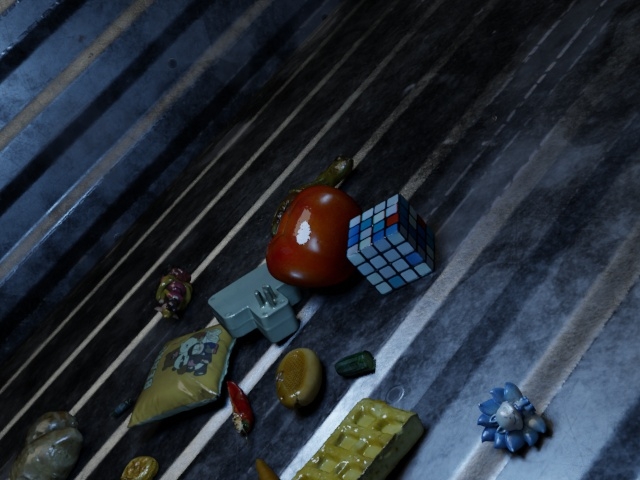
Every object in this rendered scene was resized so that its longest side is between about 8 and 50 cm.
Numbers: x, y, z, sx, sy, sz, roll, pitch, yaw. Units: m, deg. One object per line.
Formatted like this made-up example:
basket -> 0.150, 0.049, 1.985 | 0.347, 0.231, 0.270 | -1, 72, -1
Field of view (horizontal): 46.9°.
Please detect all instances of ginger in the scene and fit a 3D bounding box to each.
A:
ginger -> -0.834, 0.639, 2.269 | 0.245, 0.155, 0.304 | -50, 18, 2

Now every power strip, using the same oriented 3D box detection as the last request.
power strip -> -0.167, 0.157, 2.000 | 0.229, 0.141, 0.261 | -31, 29, -17

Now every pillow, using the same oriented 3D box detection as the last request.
pillow -> -0.368, 0.360, 2.042 | 0.312, 0.119, 0.310 | -23, 33, 26

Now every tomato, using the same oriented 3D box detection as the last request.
tomato -> 0.000, 0.000, 1.929 | 0.299, 0.226, 0.298 | -59, 8, 13

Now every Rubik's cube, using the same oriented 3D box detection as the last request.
Rubik's cube -> 0.169, 0.011, 1.777 | 0.155, 0.154, 0.151 | -29, 30, 28

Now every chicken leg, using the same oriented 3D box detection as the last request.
chicken leg -> -0.022, -0.134, 2.282 | 0.361, 0.140, 0.211 | -50, 18, -6

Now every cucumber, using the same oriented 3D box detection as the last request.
cucumber -> 0.071, 0.275, 1.639 | 0.105, 0.048, 0.048 | -23, 32, 36

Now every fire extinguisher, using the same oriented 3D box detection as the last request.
fire extinguisher -> -0.601, 0.508, 2.259 | 0.083, 0.025, 0.038 | -40, 3, 6

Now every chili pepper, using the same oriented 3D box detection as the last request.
chili pepper -> -0.197, 0.413, 1.814 | 0.050, 0.059, 0.268 | -6, 20, -13

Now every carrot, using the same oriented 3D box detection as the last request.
carrot -> -0.080, 0.523, 1.468 | 0.069, 0.069, 0.336 | -46, 23, -7

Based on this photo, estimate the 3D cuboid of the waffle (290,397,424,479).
waffle -> 0.059, 0.415, 1.388 | 0.274, 0.057, 0.168 | -44, 23, -28

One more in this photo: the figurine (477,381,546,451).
figurine -> 0.308, 0.302, 1.230 | 0.114, 0.079, 0.114 | -3, 75, 12

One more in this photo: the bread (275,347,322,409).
bread -> -0.048, 0.324, 1.705 | 0.114, 0.077, 0.189 | -16, 31, 8

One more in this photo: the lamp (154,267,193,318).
lamp -> -0.495, 0.194, 2.483 | 0.118, 0.118, 0.253 | -35, 26, 16

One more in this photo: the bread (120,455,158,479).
bread -> -0.466, 0.599, 1.912 | 0.110, 0.044, 0.083 | -16, 33, 40
